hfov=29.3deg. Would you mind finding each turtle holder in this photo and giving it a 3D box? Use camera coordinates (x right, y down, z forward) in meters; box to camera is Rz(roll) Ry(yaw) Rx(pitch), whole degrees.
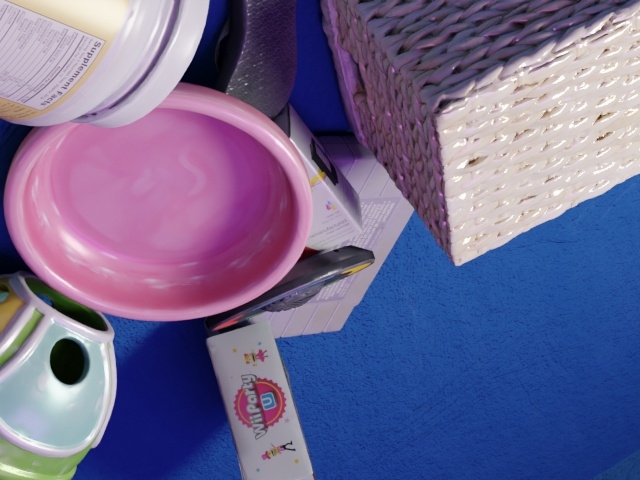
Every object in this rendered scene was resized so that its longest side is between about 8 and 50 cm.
[{"bbox_3d":[-0.386,0.144,1.421,0.320,0.243,0.227,35,96,-13],"label":"turtle holder"}]

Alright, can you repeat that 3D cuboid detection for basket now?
[{"bbox_3d":[0.205,-0.201,1.378,0.331,0.266,0.328,-26,147,-6],"label":"basket"}]

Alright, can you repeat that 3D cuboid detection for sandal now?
[{"bbox_3d":[-0.071,-0.222,1.329,0.097,0.054,0.254,-16,135,-34],"label":"sandal"}]

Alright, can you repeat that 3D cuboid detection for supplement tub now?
[{"bbox_3d":[-0.274,-0.228,0.973,0.241,0.241,0.331,-47,144,22],"label":"supplement tub"}]

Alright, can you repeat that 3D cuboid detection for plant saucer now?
[{"bbox_3d":[-0.175,-0.050,1.350,0.332,0.084,0.332,-3,133,-3],"label":"plant saucer"}]

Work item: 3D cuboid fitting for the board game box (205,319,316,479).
[{"bbox_3d":[-0.073,0.269,1.742,0.097,0.224,0.303,-16,159,-2],"label":"board game box"}]

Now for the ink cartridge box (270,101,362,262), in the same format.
[{"bbox_3d":[-0.047,-0.061,1.459,0.127,0.072,0.175,-25,130,18],"label":"ink cartridge box"}]

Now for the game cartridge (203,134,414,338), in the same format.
[{"bbox_3d":[0.000,0.000,1.663,0.230,0.068,0.355,-8,140,-38],"label":"game cartridge"}]

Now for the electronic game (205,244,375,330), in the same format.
[{"bbox_3d":[-0.038,0.063,1.544,0.229,0.048,0.229,-23,176,-2],"label":"electronic game"}]
